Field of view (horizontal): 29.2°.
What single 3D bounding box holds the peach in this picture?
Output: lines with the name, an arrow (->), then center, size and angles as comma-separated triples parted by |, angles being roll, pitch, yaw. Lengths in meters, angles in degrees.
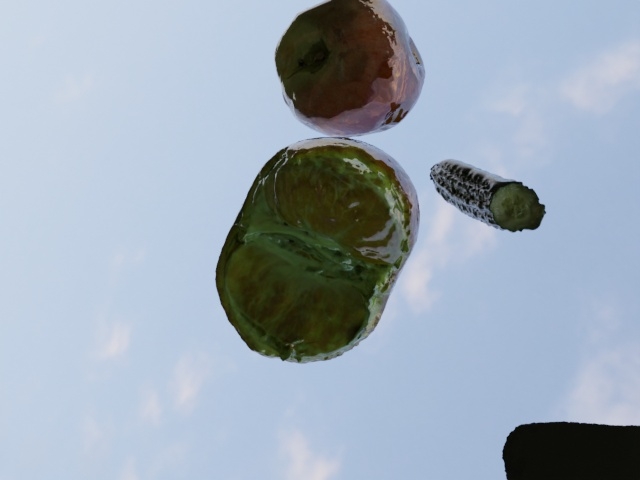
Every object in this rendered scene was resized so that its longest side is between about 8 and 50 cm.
peach -> 0.053, -0.251, 1.764 | 0.214, 0.235, 0.214 | 1, -88, 33

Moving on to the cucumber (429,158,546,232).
cucumber -> 0.226, -0.065, 1.742 | 0.077, 0.077, 0.265 | -56, -159, 0

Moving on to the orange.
orange -> 0.000, 0.000, 1.254 | 0.158, 0.179, 0.237 | -68, -179, -69

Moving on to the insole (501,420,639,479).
insole -> 0.207, 0.136, 0.764 | 0.188, 0.004, 0.064 | 0, -99, -1
